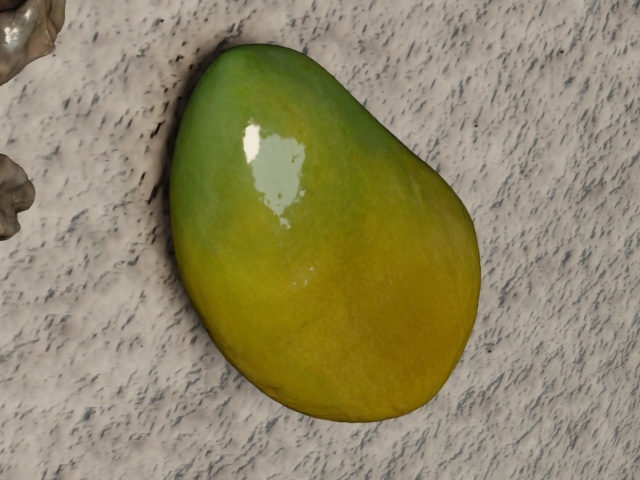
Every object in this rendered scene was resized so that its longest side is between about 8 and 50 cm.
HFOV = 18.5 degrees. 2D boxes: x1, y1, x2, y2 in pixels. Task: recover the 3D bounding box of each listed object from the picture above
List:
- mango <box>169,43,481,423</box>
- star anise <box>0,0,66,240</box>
[{"bbox_3d":[-0.003,0.007,0.935,0.237,0.091,0.137,38,80,-46],"label":"mango"},{"bbox_3d":[-0.165,-0.068,0.709,0.209,0.089,0.231,-40,151,-32],"label":"star anise"}]
